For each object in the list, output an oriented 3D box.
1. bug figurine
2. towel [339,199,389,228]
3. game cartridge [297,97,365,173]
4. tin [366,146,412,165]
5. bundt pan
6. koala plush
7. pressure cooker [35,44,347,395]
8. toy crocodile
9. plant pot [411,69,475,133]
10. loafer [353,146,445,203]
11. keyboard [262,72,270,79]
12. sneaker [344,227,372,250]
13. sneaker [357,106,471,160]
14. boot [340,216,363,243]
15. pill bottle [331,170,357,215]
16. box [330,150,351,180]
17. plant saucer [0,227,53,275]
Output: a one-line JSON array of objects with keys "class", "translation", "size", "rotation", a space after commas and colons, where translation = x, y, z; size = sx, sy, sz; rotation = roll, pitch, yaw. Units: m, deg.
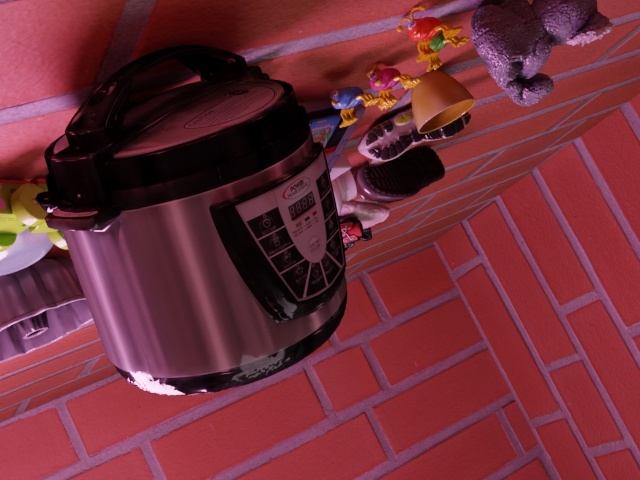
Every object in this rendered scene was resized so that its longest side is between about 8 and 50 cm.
[{"class": "bug figurine", "translation": [0.139, -0.315, 1.634], "size": [0.279, 0.072, 0.216], "rotation": [-38, 172, 30]}, {"class": "towel", "translation": [0.031, -0.058, 2.420], "size": [0.187, 0.049, 0.282], "rotation": [7, 166, -27]}, {"class": "game cartridge", "translation": [-0.048, -0.150, 1.684], "size": [0.230, 0.068, 0.355], "rotation": [-56, 166, 26]}, {"class": "tin", "translation": [0.198, -0.243, 2.265], "size": [0.189, 0.040, 0.106], "rotation": [-28, 166, 6]}, {"class": "bundt pan", "translation": [-0.602, 0.135, 1.868], "size": [0.330, 0.124, 0.331], "rotation": [-25, 170, -5]}, {"class": "koala plush", "translation": [0.398, -0.383, 1.646], "size": [0.221, 0.196, 0.203], "rotation": [-27, 161, 25]}, {"class": "pressure cooker", "translation": [-0.175, -0.047, 1.248], "size": [0.375, 0.421, 0.370], "rotation": [-16, -159, -7]}, {"class": "toy crocodile", "translation": [-0.437, -0.053, 1.442], "size": [0.115, 0.105, 0.340], "rotation": [-32, 164, 31]}, {"class": "plant pot", "translation": [0.242, -0.298, 1.917], "size": [0.134, 0.095, 0.134], "rotation": [-27, 170, -5]}, {"class": "loafer", "translation": [0.198, -0.153, 2.437], "size": [0.130, 0.134, 0.366], "rotation": [-35, 167, 37]}, {"class": "keyboard", "translation": [-0.141, -0.229, 1.501], "size": [0.100, 0.038, 0.192], "rotation": [5, 156, -27]}, {"class": "sneaker", "translation": [0.048, -0.017, 2.841], "size": [0.267, 0.106, 0.101], "rotation": [-20, 169, -28]}, {"class": "sneaker", "translation": [0.208, -0.263, 2.095], "size": [0.279, 0.107, 0.118], "rotation": [-21, -172, -13]}, {"class": "boot", "translation": [0.000, 0.000, 2.266], "size": [0.176, 0.088, 0.244], "rotation": [-11, -169, 35]}, {"class": "pill bottle", "translation": [-0.053, -0.089, 2.080], "size": [0.264, 0.146, 0.146], "rotation": [-24, 170, -17]}, {"class": "box", "translation": [-0.010, -0.168, 1.956], "size": [0.102, 0.087, 0.101], "rotation": [-33, 168, 29]}, {"class": "plant saucer", "translation": [-0.557, 0.024, 1.666], "size": [0.195, 0.037, 0.195], "rotation": [-27, 170, -5]}]
